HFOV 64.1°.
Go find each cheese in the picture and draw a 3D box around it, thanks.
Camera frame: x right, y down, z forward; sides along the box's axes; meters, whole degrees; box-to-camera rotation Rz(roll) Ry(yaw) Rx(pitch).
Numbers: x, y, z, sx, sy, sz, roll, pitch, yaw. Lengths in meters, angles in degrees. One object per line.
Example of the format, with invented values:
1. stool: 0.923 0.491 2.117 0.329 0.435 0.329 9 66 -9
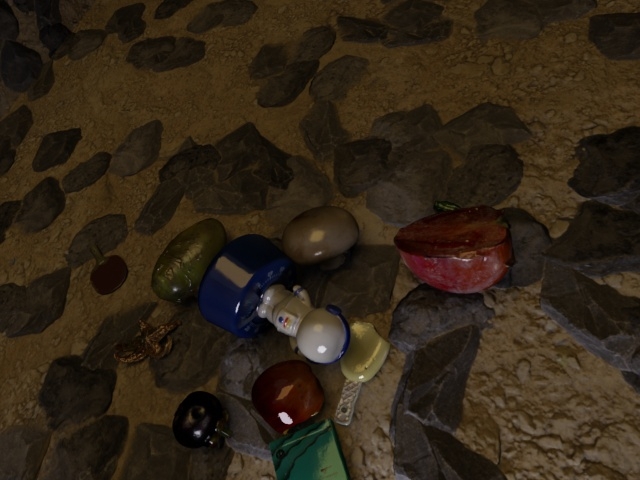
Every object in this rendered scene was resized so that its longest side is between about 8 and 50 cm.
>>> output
1. cheese: 0.090 0.321 1.248 0.127 0.050 0.255 6 61 24

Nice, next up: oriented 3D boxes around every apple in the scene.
1. apple: -0.078 0.364 1.222 0.158 0.147 0.156 -45 20 -2

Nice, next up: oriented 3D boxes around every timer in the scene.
1. timer: -0.090 0.179 1.298 0.383 0.270 0.270 30 72 27

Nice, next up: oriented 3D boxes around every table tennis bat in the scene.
1. table tennis bat: -0.736 0.092 1.740 0.131 0.022 0.234 -41 54 -8

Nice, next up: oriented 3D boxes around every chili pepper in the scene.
1. chili pepper: 0.367 -0.075 1.421 0.055 0.035 0.118 -43 62 6

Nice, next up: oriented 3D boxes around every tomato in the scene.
1. tomato: 0.339 0.042 1.269 0.309 0.170 0.309 -17 17 5

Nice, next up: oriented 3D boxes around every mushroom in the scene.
1. mushroom: 0.000 0.000 1.434 0.226 0.178 0.226 -12 22 5

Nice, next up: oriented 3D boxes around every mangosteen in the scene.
1. mangosteen: -0.289 0.452 1.269 0.151 0.137 0.137 28 67 -3

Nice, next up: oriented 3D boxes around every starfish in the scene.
1. starfish: -0.503 0.295 1.507 0.209 0.053 0.150 -33 65 -8

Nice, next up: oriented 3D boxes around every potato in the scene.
1. potato: -0.394 0.059 1.559 0.176 0.141 0.298 28 63 20

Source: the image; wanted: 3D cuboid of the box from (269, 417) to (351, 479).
1. box: -0.014 0.537 1.146 0.161 0.042 0.226 -24 52 3
